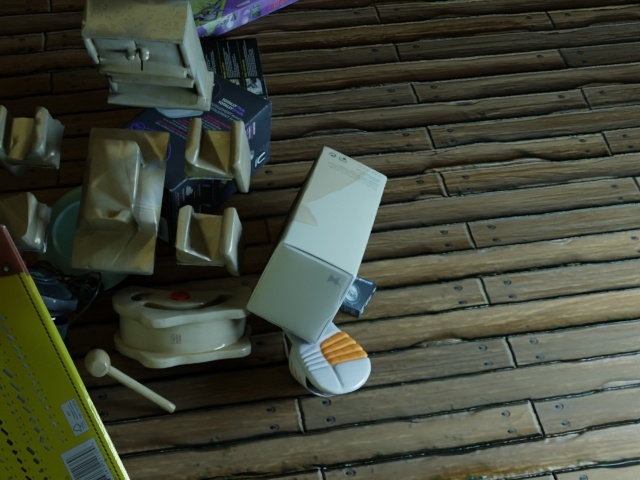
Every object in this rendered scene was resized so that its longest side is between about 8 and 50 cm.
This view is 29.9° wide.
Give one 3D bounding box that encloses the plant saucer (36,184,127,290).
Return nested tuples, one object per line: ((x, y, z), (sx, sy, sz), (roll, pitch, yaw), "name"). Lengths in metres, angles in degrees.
((-0.372, -0.011, 1.907), (0.195, 0.037, 0.194), (-5, 68, 14), "plant saucer")

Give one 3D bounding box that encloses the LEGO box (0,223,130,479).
((-0.357, 0.265, 1.324), (0.193, 0.372, 0.500), (-27, 92, -26), "LEGO box")

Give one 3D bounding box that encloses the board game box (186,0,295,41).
((-0.206, -0.509, 2.436), (0.347, 0.056, 0.208), (-28, 50, -26), "board game box")

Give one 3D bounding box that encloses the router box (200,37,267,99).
((-0.174, -0.307, 2.247), (0.133, 0.046, 0.178), (-5, 47, -7), "router box")

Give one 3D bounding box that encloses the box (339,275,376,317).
((0.038, 0.082, 1.914), (0.083, 0.018, 0.067), (21, 49, 15), "box")

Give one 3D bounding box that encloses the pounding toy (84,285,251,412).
((-0.228, 0.156, 1.796), (0.270, 0.154, 0.154), (-6, 18, -21), "pounding toy")

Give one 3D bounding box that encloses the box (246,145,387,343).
((0.000, 0.000, 1.836), (0.121, 0.148, 0.311), (27, 31, -3), "box")

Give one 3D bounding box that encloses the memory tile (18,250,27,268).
((-0.543, 0.015, 1.948), (0.113, 0.012, 0.148), (-15, 49, -17), "memory tile")

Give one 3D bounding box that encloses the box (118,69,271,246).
((-0.225, -0.145, 2.025), (0.165, 0.143, 0.270), (29, 53, 21), "box")

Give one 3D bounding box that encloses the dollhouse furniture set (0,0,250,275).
((-0.282, -0.132, 1.819), (0.362, 0.256, 0.394), (4, 73, 3), "dollhouse furniture set")

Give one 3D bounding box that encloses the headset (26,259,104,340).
((-0.441, 0.136, 1.703), (0.185, 0.243, 0.394), (20, 29, 16), "headset")

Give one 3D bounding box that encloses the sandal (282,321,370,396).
((-0.002, 0.174, 1.798), (0.102, 0.076, 0.265), (-4, 26, -18), "sandal")
